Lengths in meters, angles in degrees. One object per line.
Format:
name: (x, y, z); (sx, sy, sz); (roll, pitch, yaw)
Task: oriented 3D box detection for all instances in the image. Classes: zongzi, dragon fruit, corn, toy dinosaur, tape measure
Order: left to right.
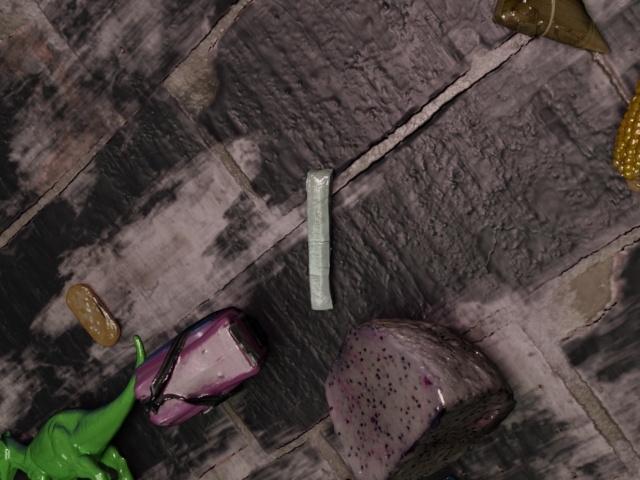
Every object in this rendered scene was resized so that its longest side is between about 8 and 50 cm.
toy dinosaur: (-0.517, 0.349, 1.403); (0.374, 0.144, 0.501); (22, 106, 25)
tape measure: (-0.202, 0.222, 1.177); (0.231, 0.245, 0.149); (-35, 89, 6)
dragon fruit: (0.153, 0.237, 1.095); (0.221, 0.203, 0.283); (52, 133, 31)
zongzi: (0.348, -0.371, 0.958); (0.177, 0.081, 0.189); (14, 93, -7)
corn: (0.481, -0.217, 0.927); (0.096, 0.097, 0.320); (19, 106, 14)

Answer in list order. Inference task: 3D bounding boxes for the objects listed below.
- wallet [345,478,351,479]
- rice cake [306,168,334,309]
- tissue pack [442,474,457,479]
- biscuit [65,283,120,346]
wallet: (-0.032, 0.601, 1.306); (0.309, 0.077, 0.223); (-26, 90, 21)
rice cake: (0.000, 0.000, 1.165); (0.045, 0.042, 0.246); (1, 104, 7)
tissue pack: (0.246, 0.568, 1.164); (0.271, 0.134, 0.192); (43, 113, 6)
biscuit: (-0.455, 0.149, 1.369); (0.071, 0.018, 0.147); (-39, 89, 25)
